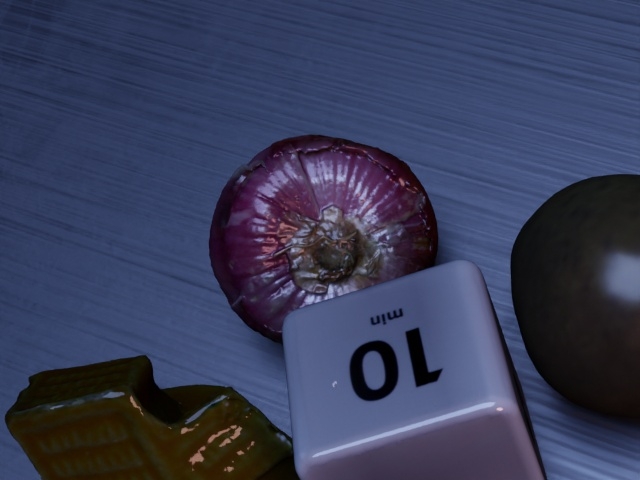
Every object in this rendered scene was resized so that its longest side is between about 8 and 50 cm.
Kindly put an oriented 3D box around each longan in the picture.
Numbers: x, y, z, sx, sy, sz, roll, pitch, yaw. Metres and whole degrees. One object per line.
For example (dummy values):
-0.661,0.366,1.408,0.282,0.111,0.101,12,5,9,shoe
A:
0.296,0.050,1.294,0.246,0.215,0.246,6,60,-11,longan

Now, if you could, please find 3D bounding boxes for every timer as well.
0.087,0.164,1.274,0.192,0.194,0.195,-17,37,8,timer

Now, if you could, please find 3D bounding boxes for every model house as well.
-0.158,0.178,1.344,0.268,0.239,0.173,-12,59,12,model house

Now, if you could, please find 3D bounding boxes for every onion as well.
0.000,0.000,1.449,0.230,0.163,0.230,-1,97,-7,onion
